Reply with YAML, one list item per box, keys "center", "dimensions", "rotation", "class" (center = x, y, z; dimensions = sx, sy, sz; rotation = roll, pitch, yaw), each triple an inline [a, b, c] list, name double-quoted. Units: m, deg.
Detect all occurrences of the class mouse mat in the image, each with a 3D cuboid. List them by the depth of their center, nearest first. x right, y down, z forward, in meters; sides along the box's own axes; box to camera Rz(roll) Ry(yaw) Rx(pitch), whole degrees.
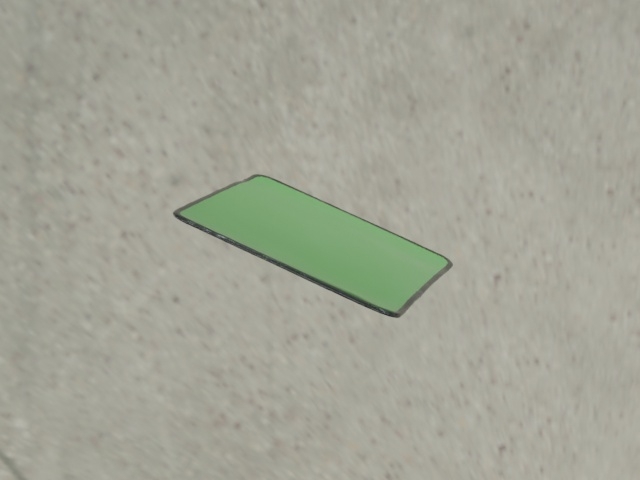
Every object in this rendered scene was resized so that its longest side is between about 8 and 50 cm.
- center: [0.000, 0.000, 1.225]
  dimensions: [0.152, 0.189, 0.007]
  rotation: [25, 104, 10]
  class: "mouse mat"
